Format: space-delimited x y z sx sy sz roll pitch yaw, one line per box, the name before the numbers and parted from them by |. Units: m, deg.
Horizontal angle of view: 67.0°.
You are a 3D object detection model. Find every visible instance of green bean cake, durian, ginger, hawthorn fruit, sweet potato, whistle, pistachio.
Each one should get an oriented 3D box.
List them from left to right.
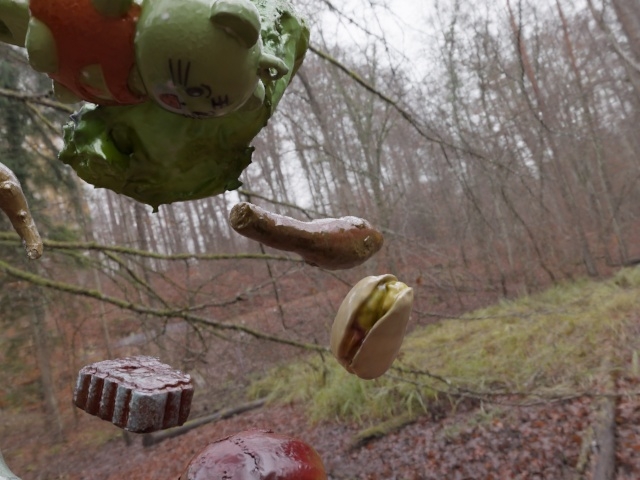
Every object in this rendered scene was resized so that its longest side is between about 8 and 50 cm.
ginger | -0.779 -0.107 1.201 0.147 0.334 0.081 -9 22 48
whistle | -0.168 -0.167 0.402 0.288 0.106 0.131 9 -16 -2
green bean cake | -0.364 0.306 0.991 0.232 0.097 0.198 7 -4 32
durian | -0.140 -0.196 0.627 0.255 0.204 0.340 -18 34 31
hawthorn fruit | -0.094 0.305 0.573 0.181 0.181 0.235 -21 -37 25
sweet potato | 0.000 0.000 0.890 0.109 0.109 0.385 -24 -18 38
pistachio | 0.086 0.138 0.803 0.145 0.117 0.201 -22 -45 -49

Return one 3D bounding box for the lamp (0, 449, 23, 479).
lamp | -0.357 0.223 0.449 0.313 0.182 0.182 -6 -5 15
